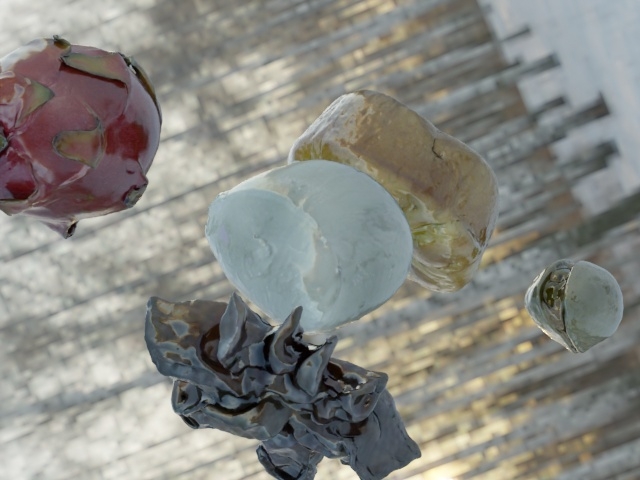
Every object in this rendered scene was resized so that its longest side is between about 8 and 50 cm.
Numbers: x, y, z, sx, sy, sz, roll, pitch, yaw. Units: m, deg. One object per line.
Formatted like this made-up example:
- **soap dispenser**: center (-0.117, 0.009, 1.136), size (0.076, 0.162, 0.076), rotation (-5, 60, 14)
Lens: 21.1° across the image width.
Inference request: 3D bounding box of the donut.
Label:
- **donut**: center (0.091, -0.061, 2.186), size (0.299, 0.150, 0.317), rotation (39, 167, -32)

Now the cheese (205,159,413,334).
- **cheese**: center (0.000, 0.000, 1.818), size (0.189, 0.154, 0.198), rotation (-11, -137, -42)

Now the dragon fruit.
- **dragon fruit**: center (-0.318, -0.130, 2.119), size (0.315, 0.250, 0.250), rotation (37, -148, -74)

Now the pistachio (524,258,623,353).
- **pistachio**: center (0.333, 0.086, 2.266), size (0.185, 0.124, 0.124), rotation (8, -121, -60)

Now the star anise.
- **star anise**: center (-0.044, 0.133, 1.422), size (0.099, 0.220, 0.214), rotation (-60, -38, -38)
